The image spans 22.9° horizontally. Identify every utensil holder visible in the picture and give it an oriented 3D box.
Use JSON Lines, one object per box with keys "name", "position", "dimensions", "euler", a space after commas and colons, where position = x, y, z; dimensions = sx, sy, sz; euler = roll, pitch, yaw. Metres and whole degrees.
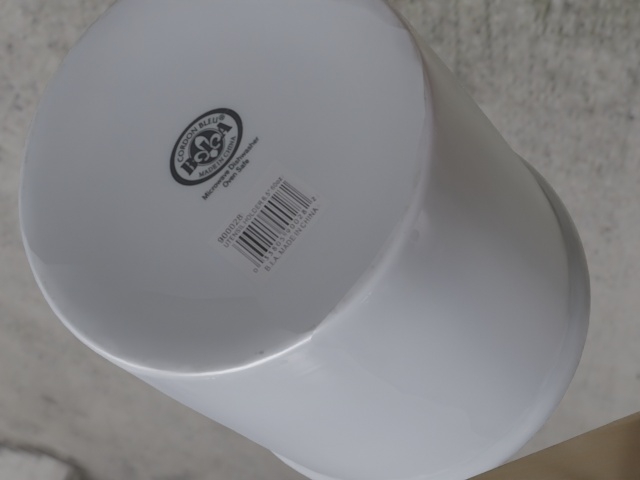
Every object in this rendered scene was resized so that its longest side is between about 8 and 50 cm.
{"name": "utensil holder", "position": [0.000, 0.000, 1.191], "dimensions": [0.327, 0.328, 0.385], "euler": [6, 164, 25]}

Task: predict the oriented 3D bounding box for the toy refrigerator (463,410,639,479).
{"name": "toy refrigerator", "position": [0.164, 0.163, 0.826], "dimensions": [0.094, 0.269, 0.102], "euler": [88, 156, -43]}
